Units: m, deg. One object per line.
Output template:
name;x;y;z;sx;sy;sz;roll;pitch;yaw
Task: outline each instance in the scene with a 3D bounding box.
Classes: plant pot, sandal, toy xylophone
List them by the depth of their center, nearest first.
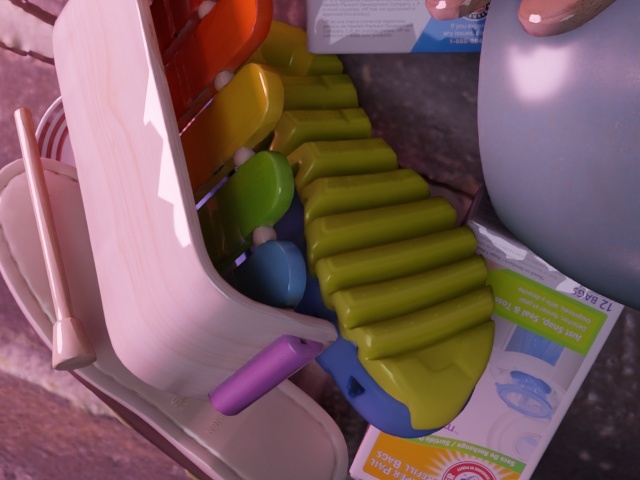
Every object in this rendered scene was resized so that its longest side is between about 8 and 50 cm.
plant pot;0.225;-0.083;0.689;0.235;0.293;0.293;7;109;27
toy xylophone;-0.101;-0.050;0.761;0.236;0.081;0.322;-29;66;51
sandal;0.000;0.000;0.796;0.126;0.317;0.138;1;135;-33

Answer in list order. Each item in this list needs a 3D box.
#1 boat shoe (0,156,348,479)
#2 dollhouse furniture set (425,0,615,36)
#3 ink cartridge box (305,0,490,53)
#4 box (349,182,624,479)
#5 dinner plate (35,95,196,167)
boat shoe;-0.119;0.077;0.894;0.324;0.097;0.116;44;67;-9
dollhouse furniture set;0.012;-0.198;0.581;0.161;0.242;0.212;-39;120;-16
ink cartridge box;0.061;-0.216;0.777;0.139;0.082;0.190;1;106;7
box;0.114;0.082;0.852;0.114;0.103;0.203;25;111;4
dinner plate;-0.142;-0.051;0.911;0.141;0.017;0.141;4;109;11
